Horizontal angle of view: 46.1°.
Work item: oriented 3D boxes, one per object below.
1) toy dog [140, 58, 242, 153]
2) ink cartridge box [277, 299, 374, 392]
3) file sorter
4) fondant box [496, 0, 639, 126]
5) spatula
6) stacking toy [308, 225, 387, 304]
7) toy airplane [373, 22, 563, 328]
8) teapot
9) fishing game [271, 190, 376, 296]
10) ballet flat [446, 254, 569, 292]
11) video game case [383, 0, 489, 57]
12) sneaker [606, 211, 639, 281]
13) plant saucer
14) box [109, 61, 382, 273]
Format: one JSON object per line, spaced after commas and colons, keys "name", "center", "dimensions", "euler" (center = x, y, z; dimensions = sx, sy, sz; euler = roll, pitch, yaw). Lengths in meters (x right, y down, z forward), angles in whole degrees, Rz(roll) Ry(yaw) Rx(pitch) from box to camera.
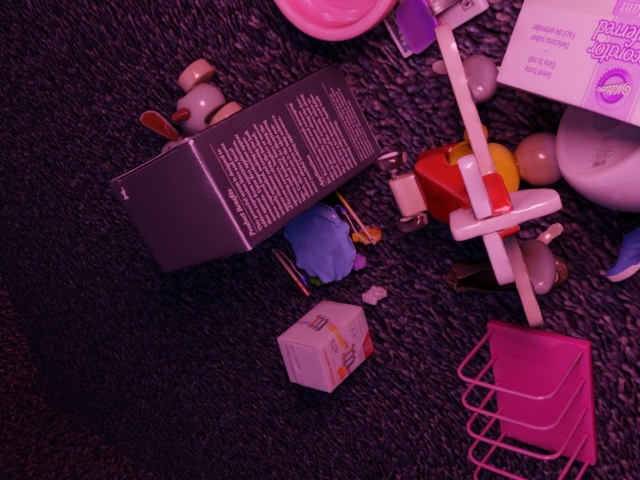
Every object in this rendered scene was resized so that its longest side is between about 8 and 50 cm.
{"name": "toy dog", "center": [-0.305, -0.242, 1.695], "dimensions": [0.220, 0.161, 0.333], "euler": [37, 138, 19]}
{"name": "ink cartridge box", "center": [0.013, 0.241, 1.730], "dimensions": [0.127, 0.176, 0.128], "euler": [7, 123, 41]}
{"name": "file sorter", "center": [0.388, 0.335, 1.430], "dimensions": [0.202, 0.182, 0.290], "euler": [10, 125, 39]}
{"name": "fondant box", "center": [0.370, -0.310, 0.877], "dimensions": [0.238, 0.096, 0.330], "euler": [38, 116, 52]}
{"name": "spatula", "center": [0.216, -0.382, 1.151], "dimensions": [0.296, 0.030, 0.084], "euler": [-25, 98, 50]}
{"name": "stacking toy", "center": [0.047, 0.035, 1.650], "dimensions": [0.221, 0.052, 0.166], "euler": [16, 126, 39]}
{"name": "toy airplane", "center": [0.270, -0.091, 1.159], "dimensions": [0.386, 0.273, 0.384], "euler": [80, 165, -60]}
{"name": "teapot", "center": [0.461, -0.136, 1.005], "dimensions": [0.187, 0.256, 0.252], "euler": [26, 120, -19]}
{"name": "fishing game", "center": [0.000, 0.000, 1.604], "dimensions": [0.189, 0.041, 0.264], "euler": [51, 133, 7]}
{"name": "ballet flat", "center": [0.334, 0.067, 1.381], "dimensions": [0.250, 0.058, 0.084], "euler": [-5, 115, 46]}
{"name": "video game case", "center": [0.154, -0.424, 1.223], "dimensions": [0.183, 0.023, 0.201], "euler": [-21, 103, 49]}
{"name": "sneaker", "center": [0.486, -0.003, 1.179], "dimensions": [0.084, 0.058, 0.152], "euler": [42, 136, 4]}
{"name": "plant saucer", "center": [0.030, -0.495, 1.212], "dimensions": [0.332, 0.084, 0.332], "euler": [24, 125, 39]}
{"name": "box", "center": [-0.133, -0.137, 1.421], "dimensions": [0.294, 0.395, 0.212], "euler": [-15, 107, 49]}
